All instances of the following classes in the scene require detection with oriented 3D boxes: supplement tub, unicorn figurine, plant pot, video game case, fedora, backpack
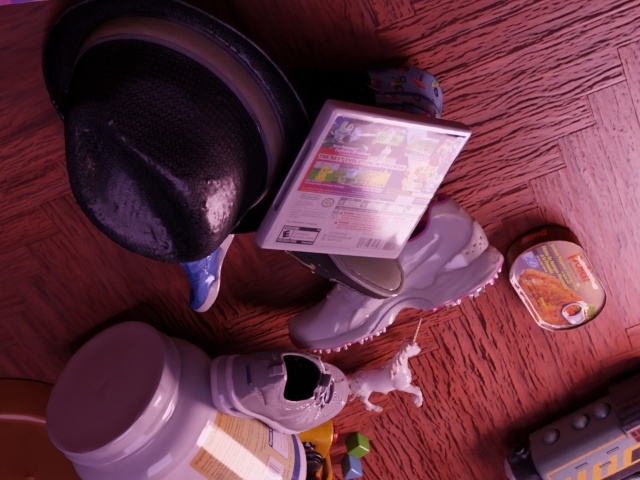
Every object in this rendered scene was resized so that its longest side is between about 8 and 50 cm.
[{"bbox_3d":[-0.189,0.269,1.710,0.228,0.228,0.316,-28,132,17],"label":"supplement tub"},{"bbox_3d":[0.098,0.192,1.803,0.162,0.060,0.111,-26,133,14],"label":"unicorn figurine"},{"bbox_3d":[-0.434,0.360,1.773,0.291,0.203,0.291,-6,134,-6],"label":"plant pot"},{"bbox_3d":[0.047,-0.062,1.394,0.201,0.023,0.183,5,125,-39],"label":"video game case"},{"bbox_3d":[-0.168,-0.092,1.352,0.334,0.152,0.334,12,139,11],"label":"fedora"},{"bbox_3d":[0.061,-0.117,1.461,0.173,0.117,0.158,-6,135,-8],"label":"backpack"}]

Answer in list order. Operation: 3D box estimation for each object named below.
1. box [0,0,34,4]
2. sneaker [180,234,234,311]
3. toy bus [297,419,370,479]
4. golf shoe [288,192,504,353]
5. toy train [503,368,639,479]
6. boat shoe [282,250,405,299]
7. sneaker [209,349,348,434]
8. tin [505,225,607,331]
[{"bbox_3d":[-0.201,-0.348,1.188,0.243,0.117,0.213,-7,134,-4],"label":"box"},{"bbox_3d":[-0.164,0.023,1.592,0.084,0.058,0.152,4,129,-22],"label":"sneaker"},{"bbox_3d":[-0.032,0.340,1.893,0.191,0.104,0.202,-26,133,14],"label":"toy bus"},{"bbox_3d":[0.077,0.042,1.642,0.306,0.115,0.140,-25,104,21],"label":"golf shoe"},{"bbox_3d":[0.442,0.317,1.945,0.334,0.142,0.190,-31,119,21],"label":"toy train"},{"bbox_3d":[0.000,0.000,1.556,0.228,0.081,0.068,38,138,-7],"label":"boat shoe"},{"bbox_3d":[-0.025,0.197,1.673,0.115,0.105,0.281,-11,169,27],"label":"sneaker"},{"bbox_3d":[0.317,0.052,1.725,0.106,0.040,0.190,-21,134,16],"label":"tin"}]
